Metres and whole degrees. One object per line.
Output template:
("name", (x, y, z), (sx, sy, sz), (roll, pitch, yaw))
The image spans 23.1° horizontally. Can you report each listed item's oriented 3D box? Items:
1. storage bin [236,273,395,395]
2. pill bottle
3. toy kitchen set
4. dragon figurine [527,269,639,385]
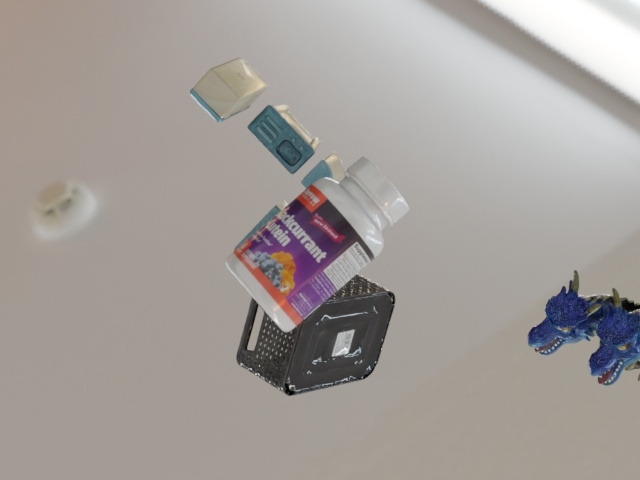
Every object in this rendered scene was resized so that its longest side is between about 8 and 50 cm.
("storage bin", (-0.004, 0.108, 1.899), (0.084, 0.122, 0.180), (28, -159, 35))
("pill bottle", (0.000, 0.000, 1.711), (0.193, 0.108, 0.108), (-41, -138, -4))
("toy kitchen set", (-0.096, -0.088, 1.912), (0.166, 0.207, 0.122), (-45, 178, 19))
("dragon figurine", (0.274, 0.028, 1.063), (0.289, 0.144, 0.085), (-31, -125, -12))
